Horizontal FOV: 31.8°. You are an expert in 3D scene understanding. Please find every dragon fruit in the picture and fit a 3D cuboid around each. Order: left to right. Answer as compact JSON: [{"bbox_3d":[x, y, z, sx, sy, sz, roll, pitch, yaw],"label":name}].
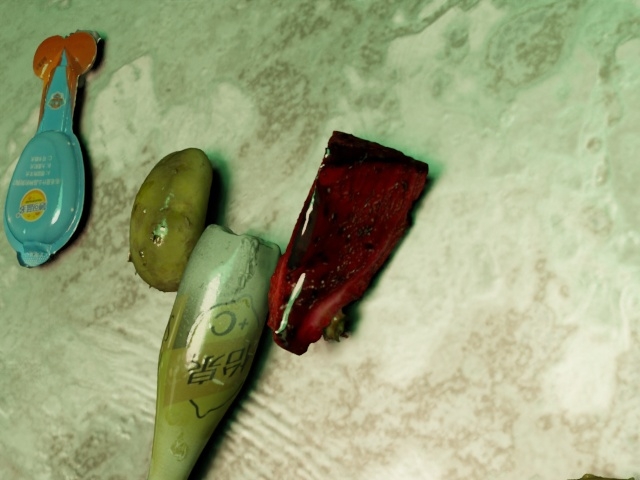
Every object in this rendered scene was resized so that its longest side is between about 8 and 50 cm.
[{"bbox_3d":[0.018,0.008,0.938,0.092,0.122,0.192,23,89,-1],"label":"dragon fruit"}]

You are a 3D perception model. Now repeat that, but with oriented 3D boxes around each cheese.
[{"bbox_3d":[-0.276,-0.097,1.160,0.106,0.037,0.256,1,78,27],"label":"cheese"}]

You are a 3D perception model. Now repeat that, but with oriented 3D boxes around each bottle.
[{"bbox_3d":[-0.108,0.121,0.990,0.083,0.083,0.269,17,88,30],"label":"bottle"}]

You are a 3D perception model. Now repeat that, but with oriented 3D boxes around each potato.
[{"bbox_3d":[-0.139,-0.021,1.042,0.091,0.070,0.138,153,122,-63],"label":"potato"}]

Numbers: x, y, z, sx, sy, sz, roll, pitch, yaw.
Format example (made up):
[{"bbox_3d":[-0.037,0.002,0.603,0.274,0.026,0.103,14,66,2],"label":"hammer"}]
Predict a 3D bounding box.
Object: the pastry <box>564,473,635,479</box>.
[{"bbox_3d":[0.203,0.243,0.734,0.229,0.218,0.100,-3,119,7],"label":"pastry"}]
